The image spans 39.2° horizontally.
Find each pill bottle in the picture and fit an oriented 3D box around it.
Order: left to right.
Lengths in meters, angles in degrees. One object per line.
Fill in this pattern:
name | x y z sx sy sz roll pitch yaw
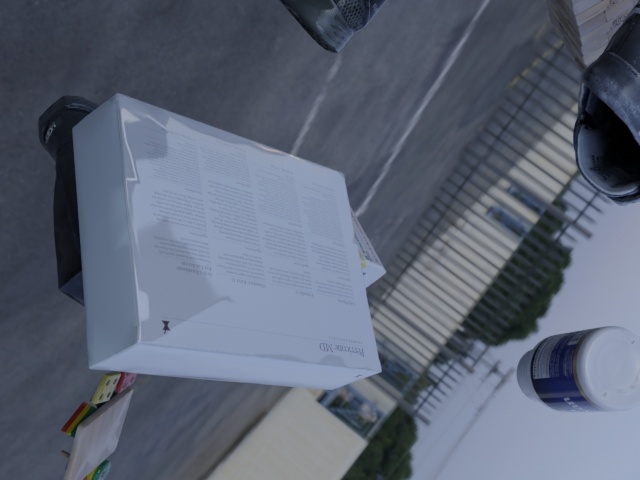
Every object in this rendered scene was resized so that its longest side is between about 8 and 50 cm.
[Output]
pill bottle | 0.301 0.154 1.053 0.094 0.094 0.169 -49 -175 -19

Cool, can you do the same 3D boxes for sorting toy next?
sorting toy | -0.358 0.293 1.397 0.132 0.046 0.274 -40 154 -61

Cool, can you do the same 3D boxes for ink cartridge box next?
ink cartridge box | 0.000 0.000 1.502 0.093 0.154 0.212 -35 154 18

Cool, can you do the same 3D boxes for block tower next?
block tower | 0.260 -0.287 0.867 0.097 0.091 0.335 -29 146 11

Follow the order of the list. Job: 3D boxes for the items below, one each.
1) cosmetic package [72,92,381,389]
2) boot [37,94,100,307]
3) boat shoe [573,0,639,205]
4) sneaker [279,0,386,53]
cosmetic package | -0.100 0.019 1.058 0.097 0.284 0.377 -29 151 35
boot | -0.241 -0.019 1.368 0.367 0.445 0.146 21 112 -34
boat shoe | 0.231 -0.074 0.649 0.102 0.108 0.301 -44 162 4
sneaker | -0.017 -0.291 0.801 0.130 0.227 0.087 -42 175 1
